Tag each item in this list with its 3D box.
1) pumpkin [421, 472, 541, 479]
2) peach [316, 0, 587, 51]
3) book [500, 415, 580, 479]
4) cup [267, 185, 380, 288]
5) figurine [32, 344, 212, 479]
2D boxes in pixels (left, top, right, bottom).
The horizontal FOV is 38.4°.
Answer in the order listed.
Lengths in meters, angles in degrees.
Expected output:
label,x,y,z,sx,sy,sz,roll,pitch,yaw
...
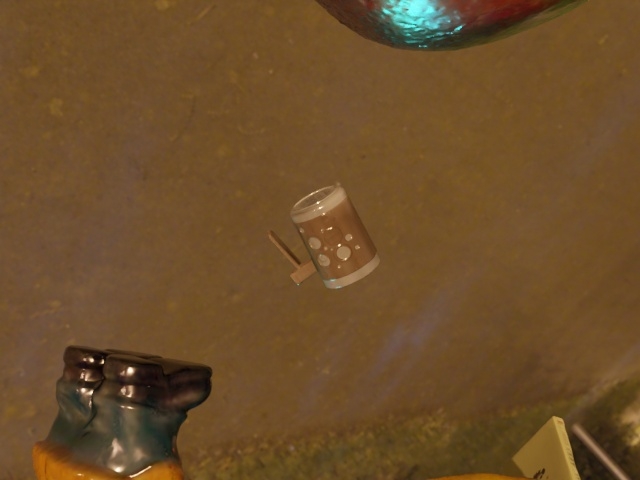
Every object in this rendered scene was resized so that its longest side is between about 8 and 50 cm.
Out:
label,x,y,z,sx,sy,sz,roll,pitch,yaw
pumpkin,0.038,0.240,0.509,0.279,0.111,0.163,-20,114,-44
peach,0.103,-0.324,0.681,0.370,0.370,0.370,-32,153,-18
book,0.180,0.205,0.735,0.014,0.111,0.077,24,122,-18
cup,0.005,-0.004,1.047,0.102,0.099,0.074,-12,-159,44
figurine,-0.185,0.251,0.699,0.205,0.185,0.332,-8,99,-45
